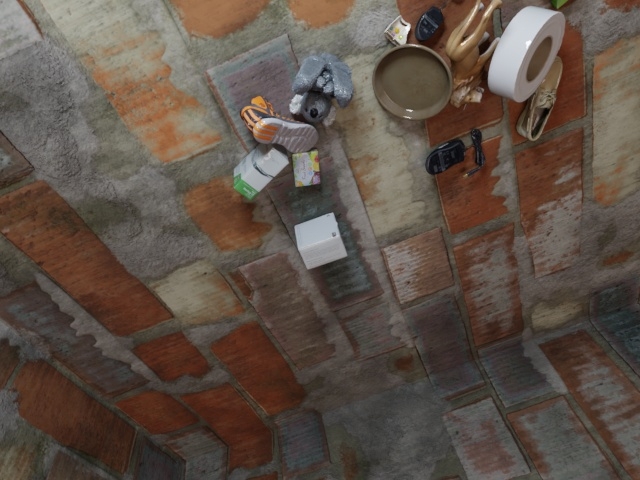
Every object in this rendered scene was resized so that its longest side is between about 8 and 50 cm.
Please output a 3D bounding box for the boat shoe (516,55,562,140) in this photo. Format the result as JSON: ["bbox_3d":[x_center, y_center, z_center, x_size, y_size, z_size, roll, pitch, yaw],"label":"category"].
[{"bbox_3d":[0.836,-0.526,1.570,0.109,0.098,0.302,1,125,-11],"label":"boat shoe"}]

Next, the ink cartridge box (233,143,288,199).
[{"bbox_3d":[-0.220,-0.273,1.535,0.208,0.153,0.087,-40,123,19],"label":"ink cartridge box"}]

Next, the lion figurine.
[{"bbox_3d":[0.474,-0.608,1.363,0.240,0.142,0.392,-48,149,13],"label":"lion figurine"}]

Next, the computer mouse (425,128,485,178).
[{"bbox_3d":[0.541,-0.322,1.694,0.262,0.060,0.184,-30,121,-2],"label":"computer mouse"}]

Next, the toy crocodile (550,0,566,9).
[{"bbox_3d":[0.731,-0.843,1.274,0.115,0.105,0.340,-36,148,15],"label":"toy crocodile"}]

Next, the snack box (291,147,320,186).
[{"bbox_3d":[-0.056,-0.283,1.627,0.100,0.037,0.141,-7,126,-3],"label":"snack box"}]

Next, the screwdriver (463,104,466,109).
[{"bbox_3d":[0.559,-0.563,1.545,0.025,0.024,0.170,-14,135,-37],"label":"screwdriver"}]

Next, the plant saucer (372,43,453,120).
[{"bbox_3d":[0.313,-0.539,1.430,0.278,0.041,0.278,19,144,14],"label":"plant saucer"}]

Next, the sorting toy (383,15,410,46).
[{"bbox_3d":[0.258,-0.696,1.386,0.083,0.045,0.075,30,108,-27],"label":"sorting toy"}]

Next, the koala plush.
[{"bbox_3d":[-0.002,-0.493,1.425,0.196,0.203,0.221,14,143,-8],"label":"koala plush"}]

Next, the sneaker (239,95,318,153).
[{"bbox_3d":[-0.145,-0.417,1.467,0.124,0.180,0.321,-48,154,24],"label":"sneaker"}]

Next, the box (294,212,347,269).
[{"bbox_3d":[0.000,0.000,1.751,0.182,0.181,0.119,-19,126,4],"label":"box"}]

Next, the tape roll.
[{"bbox_3d":[0.685,-0.615,1.394,0.286,0.100,0.286,-32,142,-30],"label":"tape roll"}]

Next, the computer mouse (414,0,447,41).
[{"bbox_3d":[0.391,-0.764,1.367,0.071,0.041,0.242,30,109,-26],"label":"computer mouse"}]
